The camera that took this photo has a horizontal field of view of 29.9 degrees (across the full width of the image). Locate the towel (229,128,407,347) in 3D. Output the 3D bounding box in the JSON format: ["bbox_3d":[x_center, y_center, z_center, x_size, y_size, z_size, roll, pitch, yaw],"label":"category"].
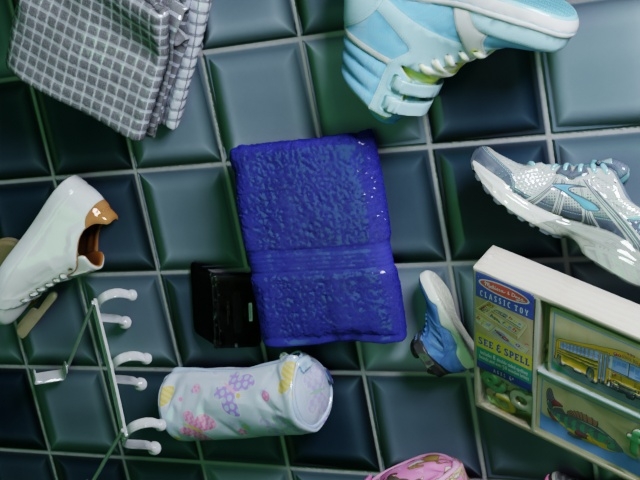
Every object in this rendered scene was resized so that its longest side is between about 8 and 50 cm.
[{"bbox_3d":[0.000,0.000,1.707,0.228,0.076,0.308,-4,106,23],"label":"towel"}]

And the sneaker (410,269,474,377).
[{"bbox_3d":[0.152,0.121,1.670,0.084,0.058,0.152,-24,102,25],"label":"sneaker"}]

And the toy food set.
[{"bbox_3d":[-0.520,0.057,2.036,0.132,0.038,0.192,-45,79,26],"label":"toy food set"}]

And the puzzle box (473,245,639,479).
[{"bbox_3d":[0.373,0.187,1.483,0.409,0.052,0.272,24,140,30],"label":"puzzle box"}]

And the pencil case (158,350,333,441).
[{"bbox_3d":[-0.117,0.241,1.829,0.273,0.113,0.124,-11,116,32],"label":"pencil case"}]

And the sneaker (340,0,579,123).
[{"bbox_3d":[0.161,-0.230,1.500,0.319,0.127,0.208,21,115,31],"label":"sneaker"}]

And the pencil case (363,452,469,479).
[{"bbox_3d":[0.188,0.496,1.734,0.160,0.167,0.386,-4,109,64],"label":"pencil case"}]

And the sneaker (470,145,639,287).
[{"bbox_3d":[0.324,-0.058,1.502,0.283,0.110,0.122,31,102,13],"label":"sneaker"}]

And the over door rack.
[{"bbox_3d":[-0.345,0.250,1.919,0.324,0.108,0.239,-44,54,45],"label":"over door rack"}]

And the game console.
[{"bbox_3d":[-0.147,0.098,1.855,0.107,0.071,0.122,-2,110,-2],"label":"game console"}]

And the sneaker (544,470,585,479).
[{"bbox_3d":[0.389,0.350,1.624,0.170,0.063,0.075,28,120,12],"label":"sneaker"}]

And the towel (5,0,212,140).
[{"bbox_3d":[-0.316,-0.299,1.736,0.284,0.121,0.235,30,121,16],"label":"towel"}]

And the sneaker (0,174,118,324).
[{"bbox_3d":[-0.427,0.044,1.914,0.123,0.106,0.290,39,110,6],"label":"sneaker"}]
